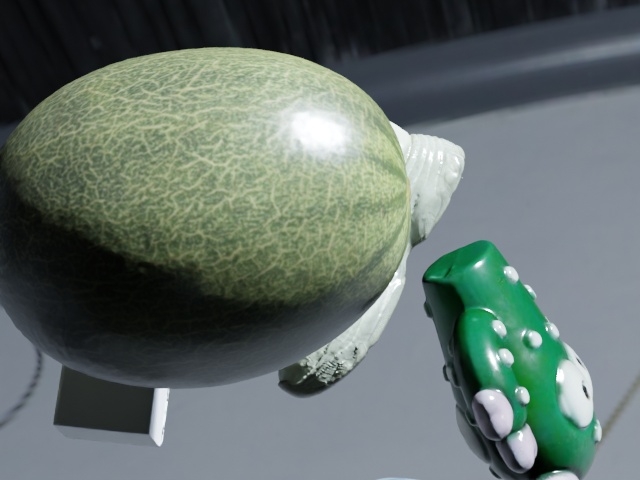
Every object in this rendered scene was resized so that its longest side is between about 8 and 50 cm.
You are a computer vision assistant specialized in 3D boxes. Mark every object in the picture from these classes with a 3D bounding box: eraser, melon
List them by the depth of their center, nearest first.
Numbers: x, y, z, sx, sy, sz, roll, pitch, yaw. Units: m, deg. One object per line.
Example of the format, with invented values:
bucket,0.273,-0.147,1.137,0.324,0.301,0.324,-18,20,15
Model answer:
melon,-0.084,-0.015,1.261,0.302,0.237,0.237,-9,49,14
eraser,-0.151,0.014,1.467,0.078,0.076,0.298,6,76,5

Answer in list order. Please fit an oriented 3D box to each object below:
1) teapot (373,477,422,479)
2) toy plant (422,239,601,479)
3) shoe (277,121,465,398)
teapot,0.034,0.144,0.548,0.108,0.111,0.149,27,78,-11
toy plant,0.163,0.123,1.483,0.112,0.243,0.232,-23,38,17
shoe,0.000,0.000,2.036,0.210,0.132,0.342,28,81,-6
